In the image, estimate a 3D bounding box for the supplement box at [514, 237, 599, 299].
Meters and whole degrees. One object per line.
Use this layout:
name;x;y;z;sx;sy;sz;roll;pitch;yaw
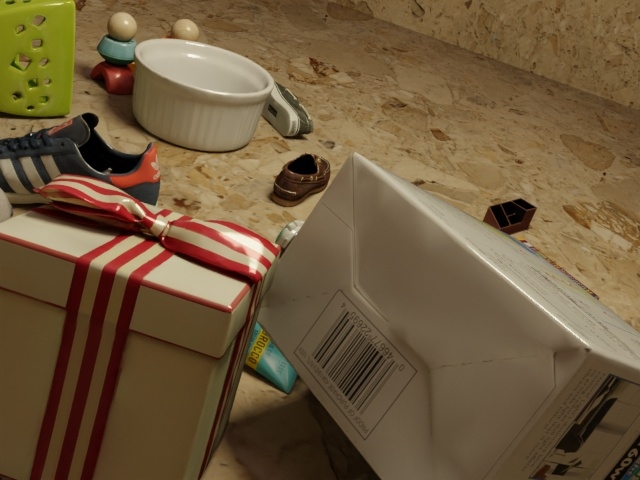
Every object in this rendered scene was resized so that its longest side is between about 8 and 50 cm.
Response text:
supplement box;0.352;0.077;1.350;0.104;0.080;0.188;-3;34;-35

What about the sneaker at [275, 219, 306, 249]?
sneaker;0.000;0.000;1.322;0.076;0.065;0.166;47;40;17

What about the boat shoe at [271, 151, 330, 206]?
boat shoe;-0.026;-0.128;1.510;0.073;0.073;0.207;22;27;9

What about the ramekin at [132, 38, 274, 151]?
ramekin;-0.241;-0.288;1.605;0.277;0.135;0.277;14;28;-7

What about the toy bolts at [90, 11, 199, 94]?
toy bolts;-0.389;-0.420;1.732;0.218;0.158;0.229;35;32;30

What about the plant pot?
plant pot;-0.585;-0.351;1.431;0.207;0.228;0.227;-21;47;-41

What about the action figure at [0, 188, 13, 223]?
action figure;-0.532;-0.041;0.949;0.330;0.178;0.341;9;25;3

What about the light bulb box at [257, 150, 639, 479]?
light bulb box;0.181;0.126;0.893;0.361;0.225;0.358;22;17;-45

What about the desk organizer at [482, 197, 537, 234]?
desk organizer;0.380;-0.046;1.625;0.047;0.050;0.130;37;33;32

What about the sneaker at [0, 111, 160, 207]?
sneaker;-0.409;-0.131;1.204;0.350;0.148;0.131;11;28;-12

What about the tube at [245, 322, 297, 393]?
tube;-0.109;0.113;1.034;0.207;0.080;0.052;25;1;18

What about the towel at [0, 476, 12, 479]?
towel;-0.304;0.269;0.661;0.329;0.037;0.237;6;29;-22

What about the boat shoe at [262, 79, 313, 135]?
boat shoe;-0.086;-0.298;1.788;0.070;0.077;0.219;-3;42;-33

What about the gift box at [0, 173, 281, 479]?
gift box;-0.192;0.076;0.799;0.255;0.258;0.276;16;16;-1
